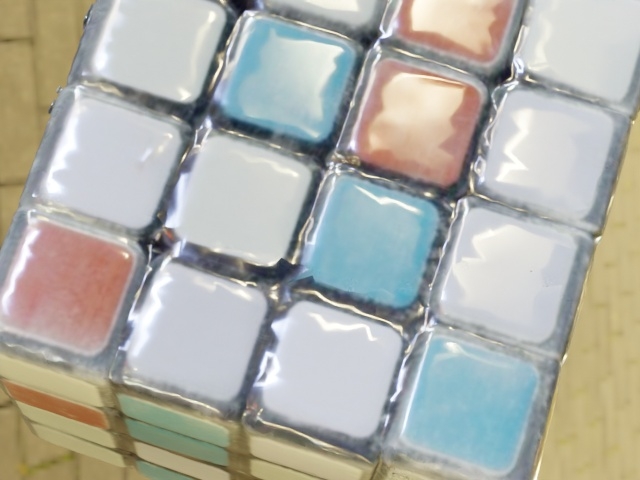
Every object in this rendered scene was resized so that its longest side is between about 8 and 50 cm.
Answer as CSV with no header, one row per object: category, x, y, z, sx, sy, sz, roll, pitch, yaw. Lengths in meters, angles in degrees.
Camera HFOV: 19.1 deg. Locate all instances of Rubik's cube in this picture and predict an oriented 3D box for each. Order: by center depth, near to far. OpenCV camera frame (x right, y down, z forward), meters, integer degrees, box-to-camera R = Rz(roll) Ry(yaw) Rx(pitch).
Rubik's cube,0.000,0.000,0.945,0.256,0.253,0.259,100,10,-73
